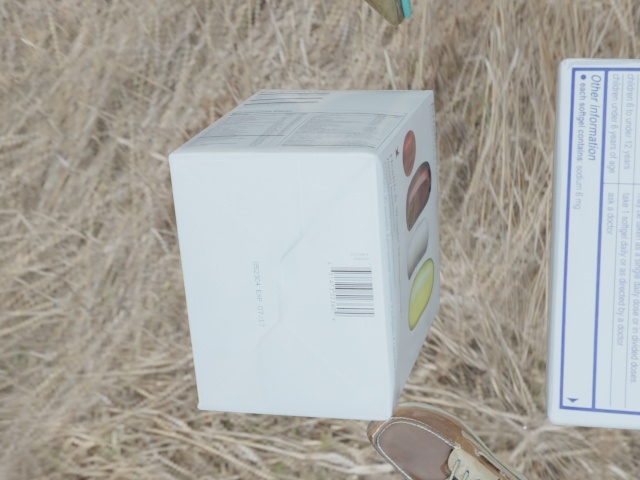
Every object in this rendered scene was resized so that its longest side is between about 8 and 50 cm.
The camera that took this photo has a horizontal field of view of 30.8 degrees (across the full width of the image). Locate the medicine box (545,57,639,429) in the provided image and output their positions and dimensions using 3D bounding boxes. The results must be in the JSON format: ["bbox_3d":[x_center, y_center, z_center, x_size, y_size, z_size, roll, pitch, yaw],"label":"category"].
[{"bbox_3d":[0.317,0.006,0.860,0.289,0.149,0.263,2,90,12],"label":"medicine box"}]

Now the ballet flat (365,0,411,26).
[{"bbox_3d":[0.017,-0.364,1.154,0.124,0.342,0.116,-8,43,3],"label":"ballet flat"}]

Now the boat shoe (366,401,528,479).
[{"bbox_3d":[0.211,0.350,1.721,0.324,0.116,0.123,32,103,-19],"label":"boat shoe"}]

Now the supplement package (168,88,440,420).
[{"bbox_3d":[0.000,0.000,0.873,0.149,0.203,0.194,2,110,16],"label":"supplement package"}]
